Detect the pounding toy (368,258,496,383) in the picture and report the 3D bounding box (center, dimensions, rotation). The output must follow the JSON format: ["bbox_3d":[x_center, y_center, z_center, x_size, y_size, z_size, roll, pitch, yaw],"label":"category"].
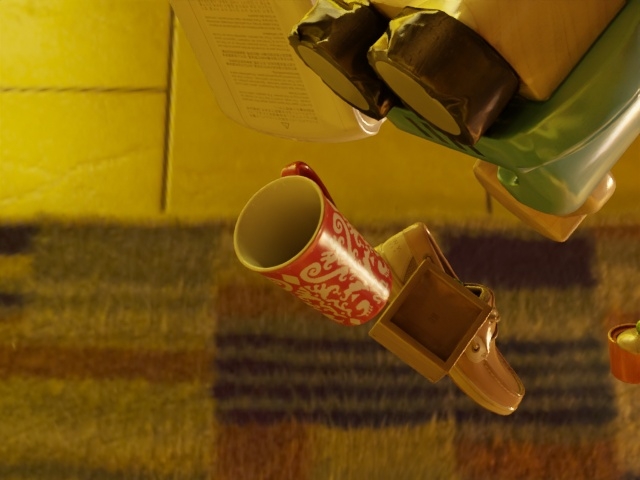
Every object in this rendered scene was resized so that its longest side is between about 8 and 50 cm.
[{"bbox_3d":[0.158,0.105,1.646,0.130,0.100,0.141,37,70,3],"label":"pounding toy"}]

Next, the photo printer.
[{"bbox_3d":[-0.052,-0.259,1.645,0.256,0.307,0.107,9,50,34],"label":"photo printer"}]

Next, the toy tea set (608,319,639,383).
[{"bbox_3d":[0.533,0.100,1.675,0.336,0.124,0.200,-22,32,-39],"label":"toy tea set"}]

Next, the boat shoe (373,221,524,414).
[{"bbox_3d":[0.205,0.118,1.785,0.110,0.341,0.121,-36,26,15],"label":"boat shoe"}]

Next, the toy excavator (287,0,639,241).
[{"bbox_3d":[0.189,-0.115,1.117,0.222,0.445,0.433,-50,28,-5],"label":"toy excavator"}]

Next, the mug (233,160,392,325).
[{"bbox_3d":[0.007,0.003,1.362,0.113,0.169,0.150,8,68,39],"label":"mug"}]
